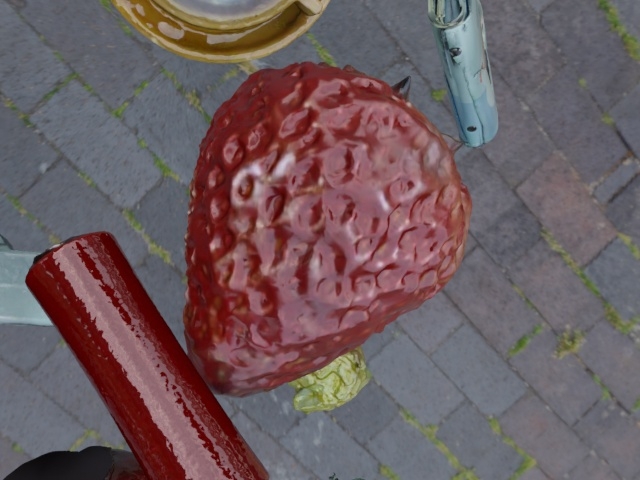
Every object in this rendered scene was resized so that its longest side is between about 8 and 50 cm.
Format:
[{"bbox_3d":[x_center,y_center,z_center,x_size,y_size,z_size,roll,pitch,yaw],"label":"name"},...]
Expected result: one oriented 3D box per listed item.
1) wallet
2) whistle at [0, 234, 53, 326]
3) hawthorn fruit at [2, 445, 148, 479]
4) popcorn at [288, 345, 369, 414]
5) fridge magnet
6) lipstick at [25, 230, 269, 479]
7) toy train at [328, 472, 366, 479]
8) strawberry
[{"bbox_3d":[0.209,-0.281,1.067,0.075,0.176,0.250,-8,146,18],"label":"wallet"},{"bbox_3d":[-0.438,0.053,0.956,0.290,0.163,0.163,5,104,-16],"label":"whistle"},{"bbox_3d":[-0.205,0.314,0.659,0.190,0.189,0.251,-17,82,-6],"label":"hawthorn fruit"},{"bbox_3d":[0.007,0.252,1.469,0.167,0.185,0.187,-16,135,6],"label":"popcorn"},{"bbox_3d":[-0.054,-0.168,0.388,0.143,0.063,0.143,-3,105,-10],"label":"fridge magnet"},{"bbox_3d":[-0.133,0.105,0.547,0.080,0.080,0.241,-35,79,0],"label":"lipstick"},{"bbox_3d":[0.051,0.467,1.036,0.126,0.189,0.307,7,136,7],"label":"toy train"},{"bbox_3d":[0.012,-0.008,0.701,0.292,0.292,0.309,0,79,-10],"label":"strawberry"}]
